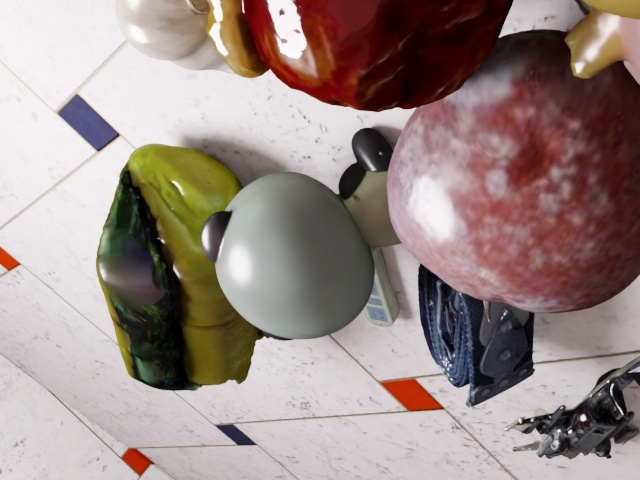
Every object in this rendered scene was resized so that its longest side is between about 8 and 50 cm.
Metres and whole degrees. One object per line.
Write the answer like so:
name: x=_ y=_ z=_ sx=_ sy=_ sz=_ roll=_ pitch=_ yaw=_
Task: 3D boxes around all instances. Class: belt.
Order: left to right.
belt: x=0.195 y=0.077 z=0.904 sx=0.122 sy=0.129 sz=0.218 roll=54 pitch=164 yaw=43

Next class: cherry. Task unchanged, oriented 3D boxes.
cherry: x=0.177 y=-0.047 z=0.676 sx=0.236 sy=0.213 sz=0.285 roll=7 pitch=123 yaw=3

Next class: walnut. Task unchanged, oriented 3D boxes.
walnut: x=0.026 y=-0.227 z=0.540 sx=0.244 sy=0.221 sz=0.269 roll=21 pitch=123 yaw=11

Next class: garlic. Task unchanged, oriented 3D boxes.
garlic: x=-0.121 y=-0.266 z=0.699 sx=0.226 sy=0.199 sz=0.199 roll=46 pitch=157 yaw=34

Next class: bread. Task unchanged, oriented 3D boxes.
bread: x=-0.179 y=0.051 z=1.058 sx=0.208 sy=0.251 sz=0.376 roll=0 pitch=142 yaw=0

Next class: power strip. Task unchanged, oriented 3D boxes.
power strip: x=0.070 y=0.055 z=1.047 sx=0.048 sy=0.030 sz=0.191 roll=9 pitch=140 yaw=29

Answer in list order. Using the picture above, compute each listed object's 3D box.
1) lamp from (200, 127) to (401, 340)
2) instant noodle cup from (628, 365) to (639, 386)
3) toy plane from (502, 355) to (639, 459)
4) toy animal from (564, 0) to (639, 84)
lamp: x=0.000 y=0.000 z=0.857 sx=0.197 sy=0.244 sz=0.198 roll=56 pitch=178 yaw=2
instant noodle cup: x=0.401 y=0.076 z=0.682 sx=0.240 sy=0.178 sz=0.240 roll=20 pitch=145 yaw=15
toy plane: x=0.354 y=0.227 z=0.994 sx=0.192 sy=0.088 sz=0.262 roll=8 pitch=146 yaw=-14
toy animal: x=0.215 y=-0.175 z=0.443 sx=0.195 sy=0.169 sz=0.281 roll=-33 pitch=134 yaw=26
